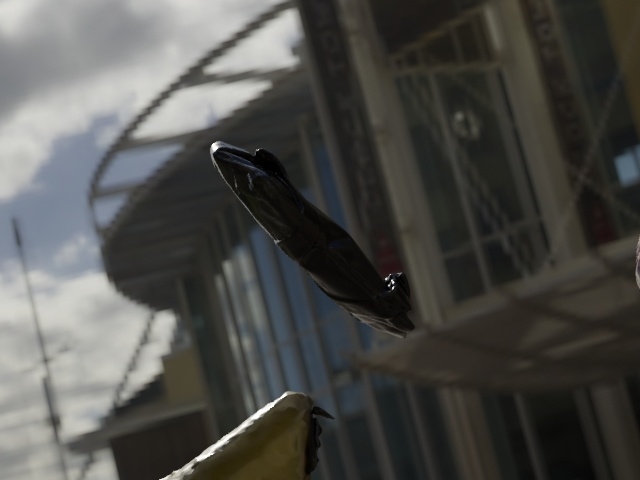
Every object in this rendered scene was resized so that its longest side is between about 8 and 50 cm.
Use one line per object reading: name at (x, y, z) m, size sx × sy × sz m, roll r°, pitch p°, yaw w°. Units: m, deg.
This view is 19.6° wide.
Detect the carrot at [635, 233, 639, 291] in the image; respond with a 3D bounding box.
carrot at (0.130, -0.011, 0.637) m, size 0.035 × 0.035 × 0.142 m, roll -19°, pitch 23°, yaw 26°

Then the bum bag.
bum bag at (0.000, 0.000, 1.261) m, size 0.049 × 0.197 × 0.087 m, roll -47°, pitch 24°, yaw -5°

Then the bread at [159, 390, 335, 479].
bread at (-0.036, 0.152, 0.772) m, size 0.127 × 0.152 × 0.147 m, roll -31°, pitch -8°, yaw -24°
